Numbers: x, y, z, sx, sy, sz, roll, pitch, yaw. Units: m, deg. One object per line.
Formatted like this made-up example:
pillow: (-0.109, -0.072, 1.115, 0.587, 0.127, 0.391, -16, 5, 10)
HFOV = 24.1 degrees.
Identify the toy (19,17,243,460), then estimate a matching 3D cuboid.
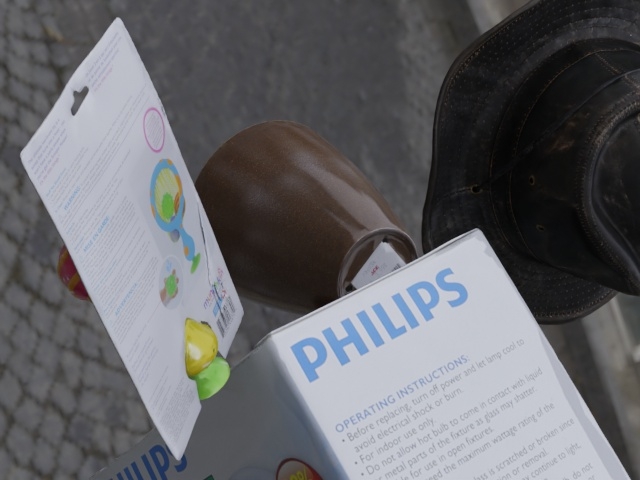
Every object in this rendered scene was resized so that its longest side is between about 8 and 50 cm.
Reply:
toy: (-0.121, 0.004, 0.904, 0.137, 0.056, 0.237, -67, 143, -45)

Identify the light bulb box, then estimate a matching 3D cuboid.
light bulb box: (0.049, 0.245, 1.151, 0.225, 0.358, 0.361, -24, 79, -37)

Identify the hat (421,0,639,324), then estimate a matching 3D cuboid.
hat: (0.238, -0.047, 1.196, 0.331, 0.331, 0.134, 42, 2, -41)

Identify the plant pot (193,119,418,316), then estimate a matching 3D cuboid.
plant pot: (0.000, 0.000, 1.662, 0.215, 0.230, 0.215, -15, 117, -31)
